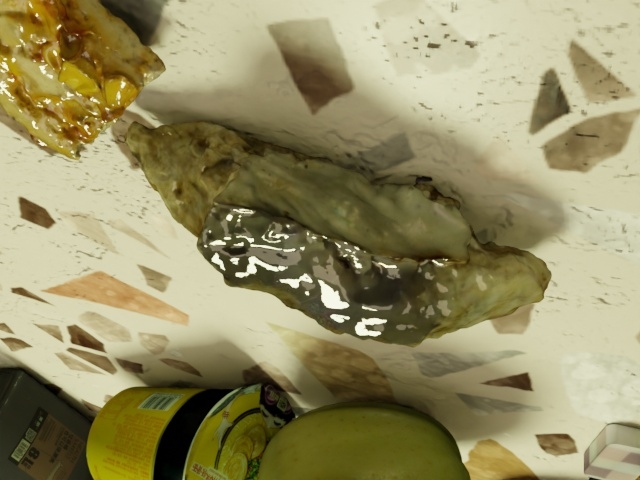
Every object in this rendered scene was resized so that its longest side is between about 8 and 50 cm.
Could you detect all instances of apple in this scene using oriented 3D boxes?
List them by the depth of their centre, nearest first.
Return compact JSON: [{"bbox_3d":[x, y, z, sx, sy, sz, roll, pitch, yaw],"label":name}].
[{"bbox_3d":[0.050,0.309,0.843,0.279,0.279,0.279,11,144,8],"label":"apple"}]

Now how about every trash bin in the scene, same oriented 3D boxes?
[{"bbox_3d":[-0.460,0.352,1.162,0.182,0.209,0.290,-7,133,33],"label":"trash bin"}]

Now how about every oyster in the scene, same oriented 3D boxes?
[{"bbox_3d":[0.000,0.002,0.574,0.341,0.110,0.166,28,142,-14],"label":"oyster"}]

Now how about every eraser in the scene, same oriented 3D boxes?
[{"bbox_3d":[0.343,0.245,0.831,0.065,0.026,0.105,10,144,5],"label":"eraser"}]

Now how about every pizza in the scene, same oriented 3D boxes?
[{"bbox_3d":[-0.186,-0.125,0.524,0.161,0.062,0.182,5,141,14],"label":"pizza"}]

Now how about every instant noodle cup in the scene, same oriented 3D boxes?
[{"bbox_3d":[-0.177,0.278,0.960,0.236,0.215,0.215,2,143,36],"label":"instant noodle cup"}]

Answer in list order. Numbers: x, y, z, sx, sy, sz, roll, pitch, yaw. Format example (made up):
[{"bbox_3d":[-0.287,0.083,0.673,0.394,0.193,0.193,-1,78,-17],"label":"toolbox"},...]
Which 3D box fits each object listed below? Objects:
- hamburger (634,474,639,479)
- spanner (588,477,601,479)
[{"bbox_3d":[0.429,0.316,0.727,0.274,0.212,0.274,3,140,2],"label":"hamburger"},{"bbox_3d":[0.488,0.328,0.887,0.316,0.024,0.087,8,149,12],"label":"spanner"}]
